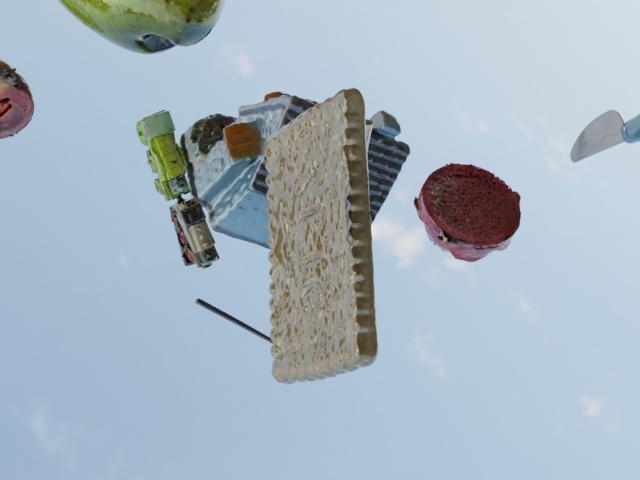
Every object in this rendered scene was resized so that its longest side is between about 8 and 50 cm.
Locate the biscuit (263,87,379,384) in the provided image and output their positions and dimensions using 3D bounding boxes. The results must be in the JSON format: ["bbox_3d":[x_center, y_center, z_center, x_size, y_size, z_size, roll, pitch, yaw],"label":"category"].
[{"bbox_3d":[0.000,0.000,1.360,0.044,0.217,0.325,5,-106,-29],"label":"biscuit"}]

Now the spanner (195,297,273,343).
[{"bbox_3d":[-0.080,0.131,1.578,0.208,0.012,0.046,29,176,3],"label":"spanner"}]

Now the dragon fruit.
[{"bbox_3d":[0.197,-0.017,1.620,0.153,0.111,0.153,6,-130,-7],"label":"dragon fruit"}]

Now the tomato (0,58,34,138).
[{"bbox_3d":[-0.550,-0.248,1.900,0.159,0.139,0.091,36,-155,-38],"label":"tomato"}]

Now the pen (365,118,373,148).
[{"bbox_3d":[0.057,-0.102,1.886,0.025,0.204,0.025,8,-152,-4],"label":"pen"}]

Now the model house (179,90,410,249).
[{"bbox_3d":[-0.040,-0.184,2.313,0.360,0.339,0.297,20,-135,-35],"label":"model house"}]

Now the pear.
[{"bbox_3d":[-0.263,-0.364,1.612,0.255,0.238,0.164,61,-169,19],"label":"pear"}]

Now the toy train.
[{"bbox_3d":[-0.214,-0.072,1.753,0.053,0.085,0.250,-23,-80,-20],"label":"toy train"}]

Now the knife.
[{"bbox_3d":[0.399,-0.148,1.554,0.032,0.244,0.058,-14,-89,-20],"label":"knife"}]
